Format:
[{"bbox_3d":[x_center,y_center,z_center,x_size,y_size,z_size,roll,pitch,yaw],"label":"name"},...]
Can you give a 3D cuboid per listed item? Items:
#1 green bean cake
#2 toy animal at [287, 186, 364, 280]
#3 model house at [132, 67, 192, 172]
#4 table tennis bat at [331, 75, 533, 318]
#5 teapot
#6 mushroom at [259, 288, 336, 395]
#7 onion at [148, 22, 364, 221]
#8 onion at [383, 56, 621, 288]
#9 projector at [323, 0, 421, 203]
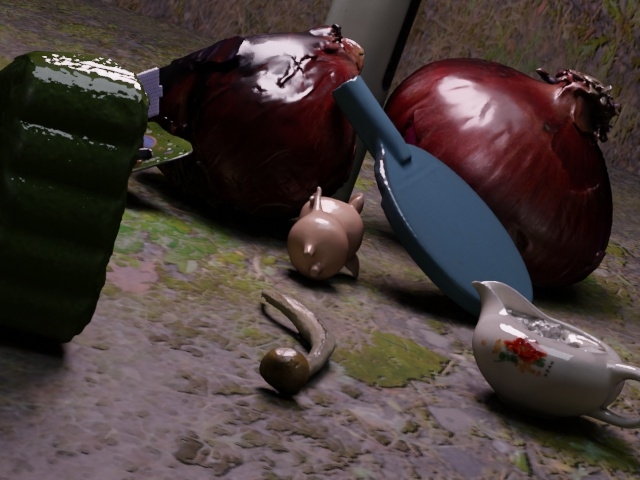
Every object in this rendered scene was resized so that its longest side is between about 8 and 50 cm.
[{"bbox_3d":[-0.227,-0.048,1.552,0.125,0.222,0.248,13,10,-17],"label":"green bean cake"},{"bbox_3d":[0.006,0.002,2.024,0.089,0.083,0.150,32,25,7],"label":"toy animal"},{"bbox_3d":[-0.235,-0.128,2.071,0.167,0.088,0.117,-20,30,-24],"label":"model house"},{"bbox_3d":[0.124,-0.043,2.100,0.329,0.044,0.215,53,28,3],"label":"table tennis bat"},{"bbox_3d":[0.219,0.119,1.758,0.226,0.092,0.145,26,17,31],"label":"teapot"},{"bbox_3d":[-0.022,0.086,1.697,0.068,0.043,0.306,42,8,-7],"label":"mushroom"},{"bbox_3d":[-0.083,-0.134,2.206,0.221,0.281,0.281,50,-10,-36],"label":"onion"},{"bbox_3d":[0.249,-0.111,2.349,0.347,0.285,0.347,42,18,-17],"label":"onion"},{"bbox_3d":[0.033,-0.195,2.327,0.108,0.337,0.108,19,10,-4],"label":"projector"}]
